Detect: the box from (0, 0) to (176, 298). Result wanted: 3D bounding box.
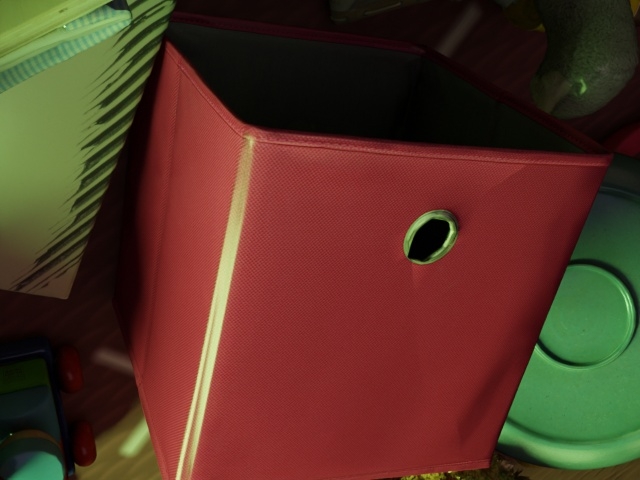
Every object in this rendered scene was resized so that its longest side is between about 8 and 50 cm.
[{"bbox_3d":[-0.180,-0.106,0.535,0.094,0.113,0.275,13,113,-31],"label":"box"}]

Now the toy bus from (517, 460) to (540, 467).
[{"bbox_3d":[0.292,0.187,0.912,0.220,0.149,0.211,-27,141,-6],"label":"toy bus"}]

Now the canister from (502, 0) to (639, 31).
[{"bbox_3d":[0.251,-0.243,0.675,0.169,0.073,0.126,-6,120,-23],"label":"canister"}]

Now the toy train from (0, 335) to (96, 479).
[{"bbox_3d":[-0.238,0.220,0.674,0.105,0.143,0.248,-10,121,-18],"label":"toy train"}]

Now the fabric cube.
[{"bbox_3d":[0.000,0.000,0.586,0.254,0.259,0.258,1,117,-26],"label":"fabric cube"}]

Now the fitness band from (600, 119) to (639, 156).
[{"bbox_3d":[0.393,-0.025,0.839,0.290,0.054,0.209,1,100,-23],"label":"fitness band"}]

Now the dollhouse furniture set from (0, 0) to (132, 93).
[{"bbox_3d":[-0.175,-0.077,0.391,0.303,0.287,0.198,-25,166,10],"label":"dollhouse furniture set"}]

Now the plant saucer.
[{"bbox_3d":[0.244,0.070,0.756,0.317,0.044,0.318,0,93,6],"label":"plant saucer"}]

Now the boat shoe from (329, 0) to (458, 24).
[{"bbox_3d":[0.080,-0.206,0.632,0.153,0.056,0.048,-14,132,-15],"label":"boat shoe"}]

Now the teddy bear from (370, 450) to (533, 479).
[{"bbox_3d":[0.062,0.296,0.849,0.245,0.113,0.338,17,133,-17],"label":"teddy bear"}]

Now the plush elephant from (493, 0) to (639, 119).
[{"bbox_3d":[0.112,-0.273,0.468,0.255,0.330,0.272,-3,163,-26],"label":"plush elephant"}]

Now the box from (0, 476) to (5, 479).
[{"bbox_3d":[-0.351,0.179,0.511,0.203,0.168,0.167,-17,114,35],"label":"box"}]
